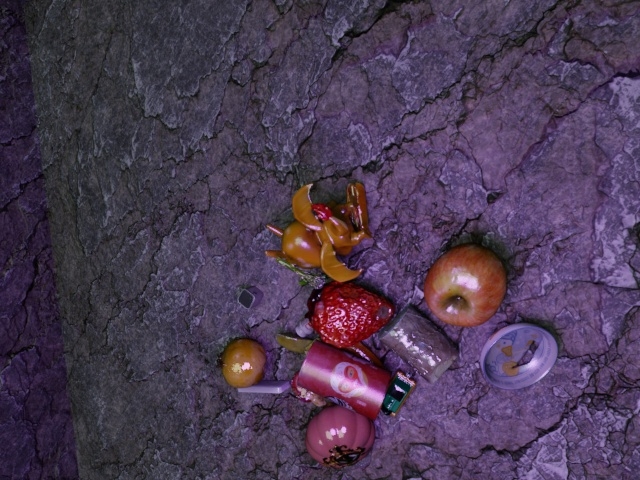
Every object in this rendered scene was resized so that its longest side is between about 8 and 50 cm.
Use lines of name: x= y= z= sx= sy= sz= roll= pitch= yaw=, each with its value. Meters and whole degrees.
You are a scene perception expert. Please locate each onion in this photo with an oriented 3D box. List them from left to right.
onion: x=-0.062 y=0.673 z=1.877 sx=0.150 sy=0.140 sz=0.150 roll=1 pitch=60 yaw=-2

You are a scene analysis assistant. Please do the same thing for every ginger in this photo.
ginger: x=-0.012 y=0.581 z=1.806 sx=0.086 sy=0.131 sz=0.294 roll=-11 pitch=77 yaw=46

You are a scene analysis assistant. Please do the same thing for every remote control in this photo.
remote control: x=-0.275 y=0.706 z=1.969 sx=0.250 sy=0.103 sz=0.034 roll=-8 pitch=88 yaw=24

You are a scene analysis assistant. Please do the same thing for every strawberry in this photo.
strawberry: x=0.113 y=0.312 z=1.655 sx=0.310 sy=0.292 sz=0.291 roll=26 pitch=104 yaw=23

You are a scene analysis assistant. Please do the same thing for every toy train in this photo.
toy train: x=0.309 y=0.638 z=1.676 sx=0.091 sy=0.136 sz=0.227 roll=33 pitch=105 yaw=19

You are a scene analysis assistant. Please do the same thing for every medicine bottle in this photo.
medicine bottle: x=-0.046 y=0.376 z=1.848 sx=0.140 sy=0.079 sz=0.079 roll=-44 pitch=76 yaw=21

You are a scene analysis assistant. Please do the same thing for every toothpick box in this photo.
toothpick box: x=0.097 y=0.554 z=1.632 sx=0.333 sy=0.204 sz=0.204 roll=21 pitch=103 yaw=12

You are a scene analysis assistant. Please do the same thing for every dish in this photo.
dish: x=0.698 y=0.395 z=1.485 sx=0.274 sy=0.134 sz=0.273 roll=-2 pitch=112 yaw=-4

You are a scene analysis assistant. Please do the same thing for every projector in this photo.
projector: x=-0.339 y=0.277 z=1.973 sx=0.083 sy=0.082 sz=0.083 roll=34 pitch=107 yaw=18

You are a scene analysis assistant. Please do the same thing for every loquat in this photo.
loquat: x=-0.376 y=0.582 z=1.936 sx=0.244 sy=0.244 sz=0.243 roll=2 pitch=95 yaw=25

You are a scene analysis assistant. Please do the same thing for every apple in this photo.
apple: x=0.533 y=0.155 z=1.489 sx=0.277 sy=0.250 sz=0.309 roll=43 pitch=132 yaw=0

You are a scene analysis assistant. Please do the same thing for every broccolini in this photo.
broccolini: x=-0.078 y=0.115 z=1.590 sx=0.216 sy=0.067 sz=0.058 roll=34 pitch=119 yaw=11

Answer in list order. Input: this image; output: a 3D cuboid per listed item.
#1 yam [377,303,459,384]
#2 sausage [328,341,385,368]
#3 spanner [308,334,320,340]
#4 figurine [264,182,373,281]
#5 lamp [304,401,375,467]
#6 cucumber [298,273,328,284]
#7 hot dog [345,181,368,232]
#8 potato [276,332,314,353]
yam: x=0.383 y=0.412 z=1.601 sx=0.271 sy=0.201 sz=0.202 roll=40 pitch=110 yaw=10
sausage: x=0.160 y=0.490 z=1.764 sx=0.302 sy=0.076 sz=0.102 roll=36 pitch=108 yaw=18
spanner: x=-0.017 y=0.443 z=1.875 sx=0.254 sy=0.015 sz=0.054 roll=-38 pitch=77 yaw=22
figurine: x=-0.014 y=-0.034 z=1.664 sx=0.387 sy=0.268 sz=0.401 roll=-24 pitch=107 yaw=32
lamp: x=0.081 y=0.818 z=1.741 sx=0.306 sy=0.239 sz=0.305 roll=-5 pitch=127 yaw=-6
cucumber: x=-0.026 y=0.174 z=1.845 sx=0.168 sy=0.039 sz=0.039 roll=-18 pitch=87 yaw=27
hot dog: x=0.155 y=-0.129 z=1.724 sx=0.092 sy=0.062 sz=0.235 roll=-8 pitch=92 yaw=22
potato: x=-0.121 y=0.476 z=1.851 sx=0.149 sy=0.120 sz=0.081 roll=9 pitch=86 yaw=35
